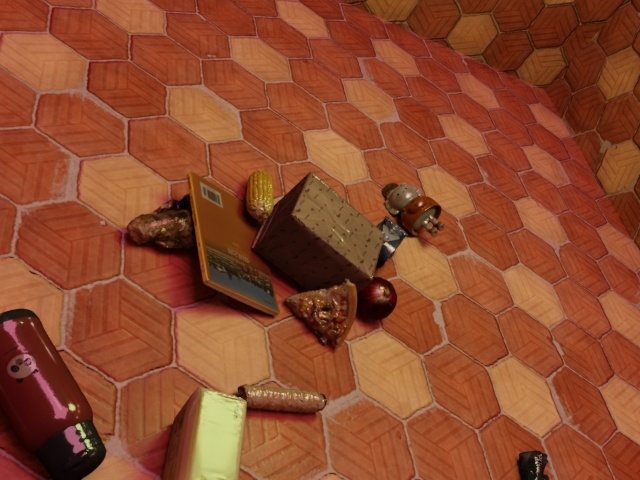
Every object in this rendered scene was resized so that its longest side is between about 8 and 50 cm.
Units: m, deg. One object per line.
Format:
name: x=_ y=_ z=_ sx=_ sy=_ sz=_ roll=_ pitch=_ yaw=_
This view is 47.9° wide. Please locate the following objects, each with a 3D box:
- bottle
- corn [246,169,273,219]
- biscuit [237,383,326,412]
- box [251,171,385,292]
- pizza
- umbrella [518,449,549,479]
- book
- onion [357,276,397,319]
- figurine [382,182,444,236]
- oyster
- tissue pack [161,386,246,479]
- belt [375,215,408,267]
bottle: x=-0.526 y=0.298 z=1.349 sx=0.144 sy=0.144 sz=0.336 roll=-18 pitch=65 yaw=-47
corn: x=-0.174 y=-0.131 z=2.073 sx=0.081 sy=0.081 sz=0.248 roll=26 pitch=21 yaw=-15
biscuit: x=-0.088 y=0.372 z=1.689 sx=0.219 sy=0.055 sz=0.061 roll=13 pitch=8 yaw=-30
box: x=0.000 y=0.000 z=1.999 sx=0.297 sy=0.190 sz=0.225 roll=38 pitch=37 yaw=-14
pizza: x=-0.003 y=0.178 z=1.908 sx=0.195 sy=0.184 sz=0.052 roll=13 pitch=-1 yaw=10
umbrella: x=0.563 y=0.664 z=1.902 sx=0.071 sy=0.080 sz=0.224 roll=61 pitch=32 yaw=-28
book: x=-0.232 y=0.006 z=1.900 sx=0.263 sy=0.028 sz=0.373 roll=33 pitch=31 yaw=-44
onion: x=0.157 y=0.164 z=2.051 sx=0.131 sy=0.131 sz=0.131 roll=22 pitch=40 yaw=-20
figurine: x=0.315 y=-0.110 z=2.464 sx=0.143 sy=0.143 sz=0.271 roll=3 pitch=24 yaw=-36
oyster: x=-0.374 y=-0.064 z=1.892 sx=0.166 sy=0.094 sz=0.294 roll=27 pitch=32 yaw=0
tissue pack: x=-0.233 y=0.433 z=1.425 sx=0.125 sy=0.159 sz=0.234 roll=22 pitch=40 yaw=-20
belt: x=0.178 y=0.001 z=2.210 sx=0.128 sy=0.122 sz=0.218 roll=41 pitch=17 yaw=3
